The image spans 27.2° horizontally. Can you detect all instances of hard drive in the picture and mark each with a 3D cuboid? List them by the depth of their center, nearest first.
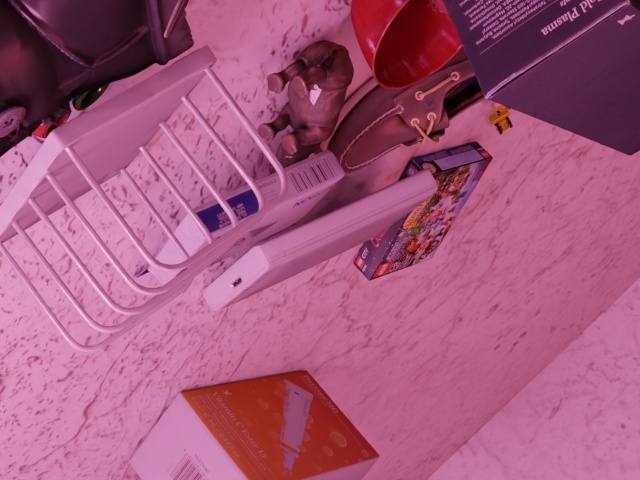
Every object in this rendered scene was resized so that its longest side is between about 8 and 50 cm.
[{"bbox_3d":[0.000,0.000,1.872,0.307,0.040,0.203,-24,172,-33],"label":"hard drive"}]

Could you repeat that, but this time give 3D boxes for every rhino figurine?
[{"bbox_3d":[-0.018,-0.151,1.630,0.106,0.073,0.243,-37,160,-30],"label":"rhino figurine"}]

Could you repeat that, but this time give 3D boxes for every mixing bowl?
[{"bbox_3d":[0.103,-0.279,1.565,0.181,0.098,0.181,-34,154,-19],"label":"mixing bowl"}]

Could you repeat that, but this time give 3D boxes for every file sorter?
[{"bbox_3d":[-0.184,-0.029,1.326,0.193,0.173,0.278,-37,179,-34],"label":"file sorter"}]

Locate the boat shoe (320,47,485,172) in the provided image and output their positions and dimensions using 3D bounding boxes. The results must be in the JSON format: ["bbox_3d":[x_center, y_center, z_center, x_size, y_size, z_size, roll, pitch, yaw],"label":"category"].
[{"bbox_3d":[0.146,-0.190,1.779,0.324,0.096,0.116,-37,156,-12],"label":"boat shoe"}]

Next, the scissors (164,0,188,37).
[{"bbox_3d":[-0.076,-0.309,1.164,0.109,0.021,0.297,118,-3,-55],"label":"scissors"}]

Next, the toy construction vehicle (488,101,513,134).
[{"bbox_3d":[0.295,-0.216,2.047,0.086,0.035,0.098,-33,154,7],"label":"toy construction vehicle"}]

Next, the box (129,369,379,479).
[{"bbox_3d":[-0.103,0.361,2.182,0.345,0.215,0.168,-3,135,-55],"label":"box"}]

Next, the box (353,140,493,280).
[{"bbox_3d":[0.162,-0.046,2.107,0.159,0.044,0.233,-18,147,-42],"label":"box"}]

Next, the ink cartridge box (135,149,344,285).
[{"bbox_3d":[-0.104,-0.016,1.675,0.223,0.045,0.224,-26,171,-31],"label":"ink cartridge box"}]

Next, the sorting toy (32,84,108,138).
[{"bbox_3d":[-0.259,-0.149,1.326,0.102,0.042,0.061,-44,174,-25],"label":"sorting toy"}]

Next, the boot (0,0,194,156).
[{"bbox_3d":[-0.335,-0.155,1.091,0.445,0.146,0.367,-33,153,-10],"label":"boot"}]

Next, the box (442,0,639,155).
[{"bbox_3d":[0.277,-0.292,1.449,0.179,0.312,0.343,-35,153,30],"label":"box"}]
